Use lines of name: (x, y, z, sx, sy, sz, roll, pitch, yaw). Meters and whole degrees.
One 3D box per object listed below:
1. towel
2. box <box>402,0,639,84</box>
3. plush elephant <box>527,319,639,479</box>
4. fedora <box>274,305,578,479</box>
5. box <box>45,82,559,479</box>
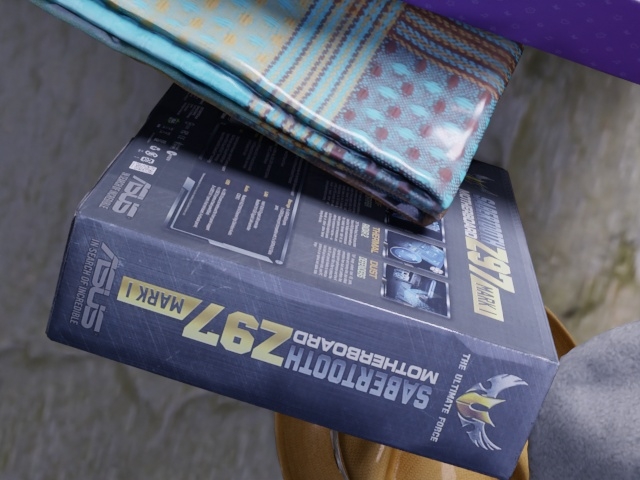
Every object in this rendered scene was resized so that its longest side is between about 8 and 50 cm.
towel: (-0.056, -0.200, 0.528, 0.370, 0.040, 0.271, 30, 64, -4)
box: (0.084, -0.189, 0.519, 0.293, 0.057, 0.200, 17, 66, -12)
plush elephant: (0.170, 0.181, 0.474, 0.330, 0.255, 0.271, 10, 62, -24)
fedora: (0.065, 0.112, 0.630, 0.194, 0.079, 0.194, 0, 99, 0)
box: (0.000, 0.000, 0.531, 0.184, 0.232, 0.059, 17, 112, -3)
